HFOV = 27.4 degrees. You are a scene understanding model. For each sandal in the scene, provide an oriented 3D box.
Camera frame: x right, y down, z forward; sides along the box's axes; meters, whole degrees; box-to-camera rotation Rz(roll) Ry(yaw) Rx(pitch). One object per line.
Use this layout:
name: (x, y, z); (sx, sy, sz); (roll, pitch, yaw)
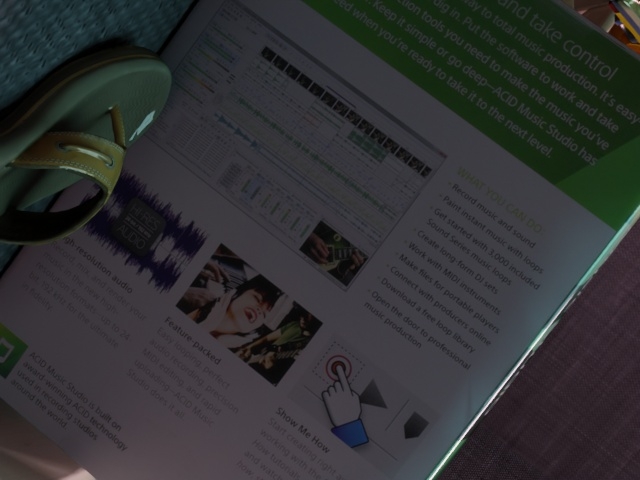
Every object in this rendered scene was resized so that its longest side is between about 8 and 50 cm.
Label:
sandal: (-0.116, -0.025, 0.548); (0.180, 0.049, 0.072); (-41, 165, -51)

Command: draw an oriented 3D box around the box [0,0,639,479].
box: (0.000, 0.000, 0.645); (0.322, 0.232, 0.058); (-53, 169, 7)

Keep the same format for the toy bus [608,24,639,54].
toy bus: (0.224, -0.210, 1.209); (0.211, 0.220, 0.149); (-94, -166, -52)

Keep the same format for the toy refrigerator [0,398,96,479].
toy refrigerator: (-0.191, 0.136, 0.674); (0.102, 0.094, 0.269); (-57, 172, 5)

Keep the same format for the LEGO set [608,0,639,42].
LEGO set: (0.170, -0.165, 0.570); (0.331, 0.192, 0.254); (5, 83, -46)

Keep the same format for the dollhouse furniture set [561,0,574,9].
dollhouse furniture set: (0.269, -0.201, 0.781); (0.174, 0.356, 0.303); (113, -19, -60)

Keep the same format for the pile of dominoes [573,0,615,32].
pile of dominoes: (0.137, -0.145, 0.951); (0.196, 0.040, 0.251); (-50, -154, -23)
